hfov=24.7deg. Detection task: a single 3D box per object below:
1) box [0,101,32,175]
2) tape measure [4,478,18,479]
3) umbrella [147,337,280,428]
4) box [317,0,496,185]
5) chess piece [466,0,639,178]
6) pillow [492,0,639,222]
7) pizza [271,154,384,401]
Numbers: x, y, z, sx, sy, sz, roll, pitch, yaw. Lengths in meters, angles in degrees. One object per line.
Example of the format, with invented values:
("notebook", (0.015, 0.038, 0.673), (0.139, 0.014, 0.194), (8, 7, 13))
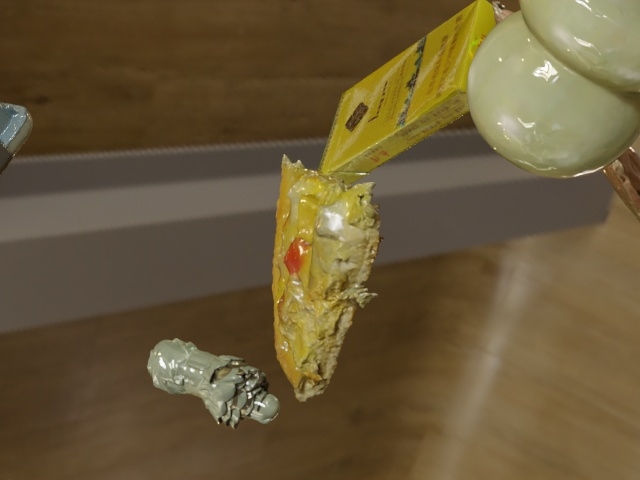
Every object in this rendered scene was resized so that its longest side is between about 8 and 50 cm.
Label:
("box", (-0.379, -0.086, 1.297), (0.130, 0.227, 0.162), (50, -117, -38))
("tape measure", (-0.458, 0.457, 2.025), (0.197, 0.120, 0.236), (-53, -33, -42))
("umbrella", (-0.105, 0.141, 1.443), (0.067, 0.143, 0.062), (-66, -16, -1))
("box", (0.105, -0.175, 1.796), (0.041, 0.279, 0.153), (32, -128, -23))
("chess piece", (0.173, -0.139, 0.797), (0.144, 0.144, 0.251), (-26, -27, -50))
("pillow", (0.190, -0.085, 1.050), (0.034, 0.211, 0.135), (-35, -46, 8))
("pizza", (0.000, 0.000, 1.552), (0.287, 0.075, 0.280), (123, 146, -63))
